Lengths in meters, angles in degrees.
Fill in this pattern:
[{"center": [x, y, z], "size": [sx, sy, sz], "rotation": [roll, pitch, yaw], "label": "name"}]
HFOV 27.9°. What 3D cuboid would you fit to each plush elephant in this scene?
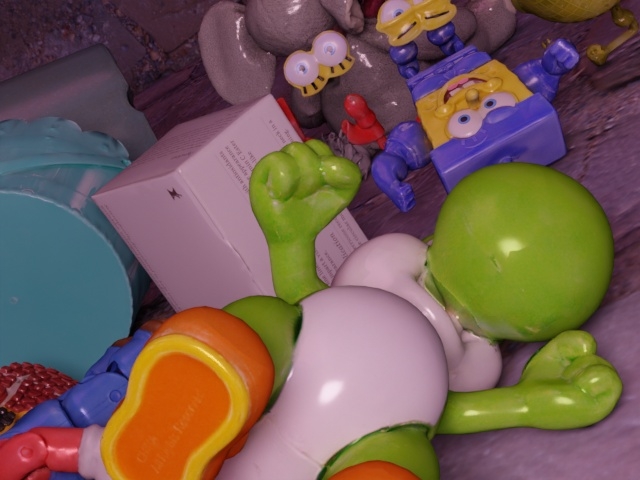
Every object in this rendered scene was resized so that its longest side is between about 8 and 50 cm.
[{"center": [0.018, -0.236, 1.455], "size": [0.272, 0.255, 0.330], "rotation": [-22, 20, 37], "label": "plush elephant"}]

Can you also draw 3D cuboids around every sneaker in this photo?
[{"center": [-0.277, 0.170, 1.118], "size": [0.225, 0.088, 0.092], "rotation": [-13, -53, -56], "label": "sneaker"}]

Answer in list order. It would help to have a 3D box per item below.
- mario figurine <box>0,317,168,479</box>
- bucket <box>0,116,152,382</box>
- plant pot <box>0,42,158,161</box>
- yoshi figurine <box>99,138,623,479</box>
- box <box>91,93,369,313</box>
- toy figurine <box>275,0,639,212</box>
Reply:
[{"center": [-0.216, 0.203, 0.974], "size": [0.170, 0.198, 0.320], "rotation": [36, 53, 27], "label": "mario figurine"}, {"center": [-0.305, 0.023, 1.348], "size": [0.281, 0.281, 0.183], "rotation": [-31, 20, 12], "label": "bucket"}, {"center": [-0.378, -0.078, 1.707], "size": [0.334, 0.341, 0.341], "rotation": [-28, 16, -6], "label": "plant pot"}, {"center": [0.057, 0.042, 0.698], "size": [0.203, 0.203, 0.362], "rotation": [2, 16, 24], "label": "yoshi figurine"}, {"center": [-0.077, -0.012, 1.131], "size": [0.119, 0.181, 0.182], "rotation": [-43, 18, -28], "label": "box"}, {"center": [0.163, -0.102, 1.103], "size": [0.363, 0.191, 0.217], "rotation": [-27, 47, 1], "label": "toy figurine"}]
